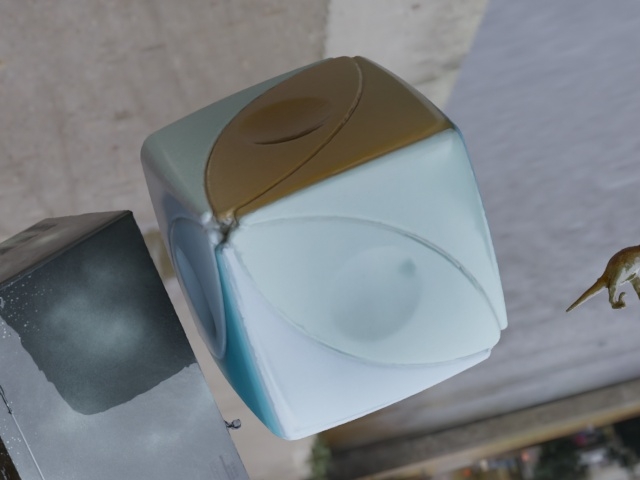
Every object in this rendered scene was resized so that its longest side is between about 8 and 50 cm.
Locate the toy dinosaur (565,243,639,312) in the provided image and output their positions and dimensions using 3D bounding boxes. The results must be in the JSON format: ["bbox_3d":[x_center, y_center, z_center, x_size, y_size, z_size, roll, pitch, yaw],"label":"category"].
[{"bbox_3d":[0.451,0.043,2.283,0.162,0.126,0.039,-5,180,18],"label":"toy dinosaur"}]

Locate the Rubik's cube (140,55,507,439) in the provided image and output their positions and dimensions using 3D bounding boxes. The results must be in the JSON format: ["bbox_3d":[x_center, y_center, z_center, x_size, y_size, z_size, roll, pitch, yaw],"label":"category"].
[{"bbox_3d":[0.000,0.000,1.895,0.347,0.352,0.352,-23,-148,-14],"label":"Rubik's cube"}]

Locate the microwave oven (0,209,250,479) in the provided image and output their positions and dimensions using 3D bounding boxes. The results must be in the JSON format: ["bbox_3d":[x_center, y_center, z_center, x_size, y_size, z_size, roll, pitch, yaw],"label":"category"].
[{"bbox_3d":[-0.340,0.215,2.030,0.374,0.432,0.236,-32,-161,-34],"label":"microwave oven"}]
